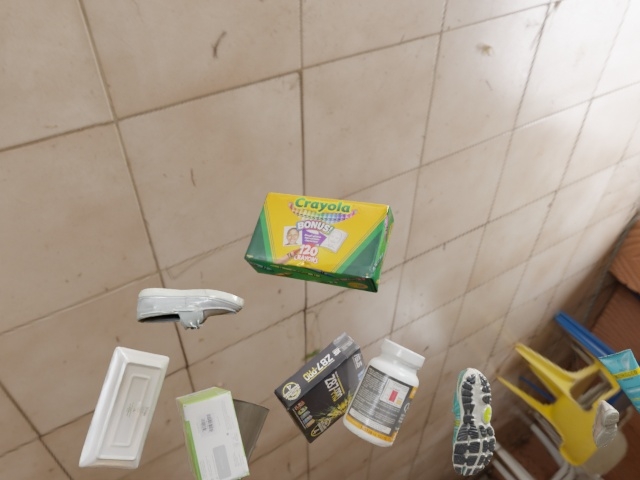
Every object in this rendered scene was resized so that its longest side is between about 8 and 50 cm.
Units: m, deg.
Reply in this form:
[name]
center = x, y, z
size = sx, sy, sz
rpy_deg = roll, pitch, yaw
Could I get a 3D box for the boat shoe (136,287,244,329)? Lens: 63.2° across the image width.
[boat shoe]
center = -0.274, 0.150, 1.090
size = 0.228, 0.081, 0.079
rpy_deg = 1, 155, 6

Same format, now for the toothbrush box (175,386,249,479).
[toothbrush box]
center = -0.291, 0.503, 1.358
size = 0.122, 0.206, 0.283
rpy_deg = -12, 172, -20

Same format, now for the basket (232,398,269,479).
[basket]
center = -0.277, 0.615, 1.598
size = 0.154, 0.205, 0.226
rpy_deg = 47, 48, -48

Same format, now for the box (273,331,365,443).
[box]
center = 0.022, 0.542, 1.878
size = 0.318, 0.097, 0.394
rpy_deg = -38, 144, -17

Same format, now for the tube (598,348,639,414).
[tube]
center = 0.804, 0.372, 1.328
size = 0.080, 0.207, 0.052
rpy_deg = -32, -177, 33

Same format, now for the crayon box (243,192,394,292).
[crayon box]
center = 0.000, 0.000, 1.089
size = 0.081, 0.279, 0.165
rpy_deg = 61, 42, -58

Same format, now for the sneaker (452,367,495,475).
[sneaker]
center = 0.396, 0.476, 1.374
size = 0.107, 0.110, 0.274
rpy_deg = 7, 85, -3

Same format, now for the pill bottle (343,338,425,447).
[pill bottle]
center = 0.191, 0.443, 1.528
size = 0.162, 0.162, 0.278
rpy_deg = 32, 82, -51

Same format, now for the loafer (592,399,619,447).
[loafer]
center = 0.612, 0.396, 1.124
size = 0.045, 0.039, 0.125
rpy_deg = -11, 125, -4

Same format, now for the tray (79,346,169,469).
[tray]
center = -0.449, 0.396, 1.218
size = 0.145, 0.030, 0.270
rpy_deg = 25, 72, -41
